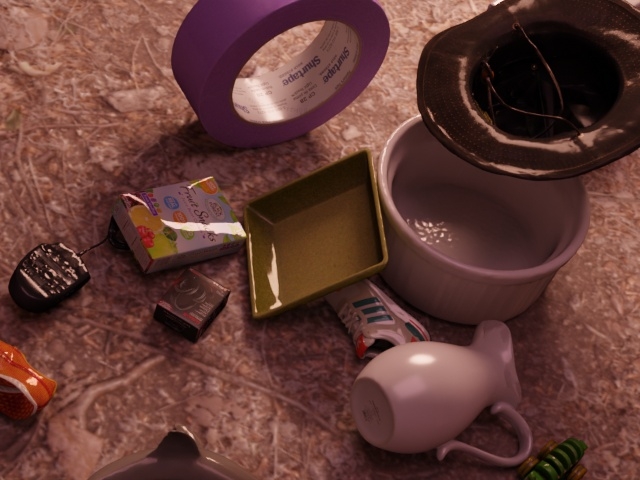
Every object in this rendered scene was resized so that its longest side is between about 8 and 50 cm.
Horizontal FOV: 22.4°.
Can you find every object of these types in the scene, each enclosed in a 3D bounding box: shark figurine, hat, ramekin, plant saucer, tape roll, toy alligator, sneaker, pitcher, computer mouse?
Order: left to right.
[{"bbox_3d":[-0.377,0.137,1.830,0.175,0.064,0.067,38,32,9],"label":"sneaker"},{"bbox_3d":[-0.288,0.018,1.962,0.071,0.041,0.242,44,46,9],"label":"computer mouse"},{"bbox_3d":[-0.186,0.254,1.748,0.278,0.116,0.166,-9,54,-25],"label":"shark figurine"},{"bbox_3d":[-0.050,-0.245,2.083,0.274,0.275,0.090,-15,56,-26],"label":"tape roll"},{"bbox_3d":[0.000,0.000,1.997,0.188,0.045,0.188,-23,49,19],"label":"plant saucer"},{"bbox_3d":[0.055,0.101,1.975,0.161,0.057,0.075,37,46,11],"label":"sneaker"},{"bbox_3d":[0.149,0.198,1.895,0.207,0.125,0.178,-14,74,-36],"label":"pitcher"},{"bbox_3d":[0.191,-0.025,2.066,0.277,0.135,0.277,8,50,-9],"label":"ramekin"},{"bbox_3d":[0.258,0.279,1.893,0.189,0.051,0.056,-33,66,-34],"label":"toy alligator"},{"bbox_3d":[0.285,-0.164,2.030,0.331,0.134,0.331,-4,51,5],"label":"hat"}]

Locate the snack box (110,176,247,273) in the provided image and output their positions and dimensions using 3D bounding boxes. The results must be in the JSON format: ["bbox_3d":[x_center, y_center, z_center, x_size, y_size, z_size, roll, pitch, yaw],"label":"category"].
[{"bbox_3d":[-0.175,-0.020,2.003,0.141,0.037,0.100,-13,63,-36],"label":"snack box"}]

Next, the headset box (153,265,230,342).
[{"bbox_3d":[-0.157,0.079,1.948,0.062,0.032,0.083,31,49,9],"label":"headset box"}]

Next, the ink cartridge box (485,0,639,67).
[{"bbox_3d":[0.336,-0.273,2.265,0.278,0.201,0.117,-29,65,-33],"label":"ink cartridge box"}]
